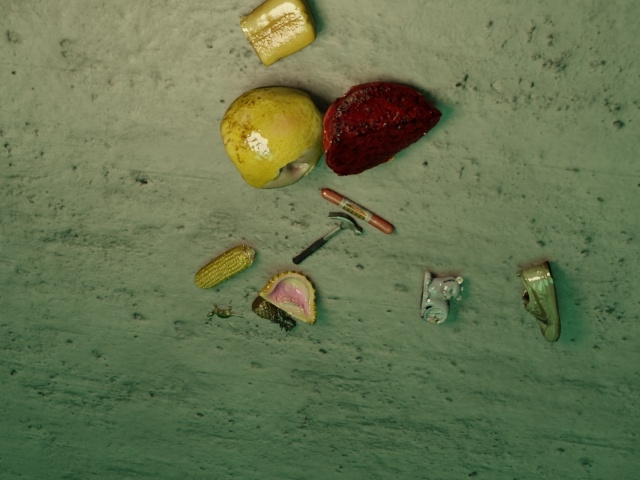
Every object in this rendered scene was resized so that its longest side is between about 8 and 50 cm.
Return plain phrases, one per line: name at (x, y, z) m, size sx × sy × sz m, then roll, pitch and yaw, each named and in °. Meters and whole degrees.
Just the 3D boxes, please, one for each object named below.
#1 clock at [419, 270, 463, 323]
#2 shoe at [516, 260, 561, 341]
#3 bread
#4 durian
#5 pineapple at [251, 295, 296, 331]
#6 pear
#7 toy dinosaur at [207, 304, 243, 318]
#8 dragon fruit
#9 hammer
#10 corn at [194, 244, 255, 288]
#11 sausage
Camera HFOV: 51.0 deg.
clock at (0.356, 0.173, 1.974) m, size 0.117 × 0.080 × 0.176 m, roll 6°, pitch 126°, yaw 5°
shoe at (0.629, 0.183, 1.923) m, size 0.098 × 0.103 × 0.275 m, roll -9°, pitch 118°, yaw 18°
bread at (-0.093, -0.494, 1.552) m, size 0.173 × 0.085 × 0.134 m, roll -20°, pitch 117°, yaw 25°
durian at (-0.095, 0.177, 2.030) m, size 0.182 × 0.132 × 0.165 m, roll 6°, pitch 135°, yaw 1°
pineapple at (-0.144, 0.235, 2.125) m, size 0.074 × 0.074 × 0.159 m, roll -33°, pitch 123°, yaw 29°
pear at (-0.107, -0.253, 1.634) m, size 0.270 × 0.271 × 0.271 m, roll 5°, pitch 127°, yaw 7°
toy dinosaur at (-0.310, 0.239, 2.186) m, size 0.119 × 0.029 × 0.060 m, roll 8°, pitch 143°, yaw -3°
dragon fruit at (0.105, -0.273, 1.634) m, size 0.316 × 0.152 × 0.205 m, roll -18°, pitch 158°, yaw -24°
hammer at (0.000, 0.000, 1.944) m, size 0.246 × 0.029 × 0.103 m, roll -35°, pitch 114°, yaw 32°
corn at (-0.290, 0.080, 2.024) m, size 0.238 × 0.080 × 0.080 m, roll -28°, pitch 117°, yaw 28°
sausage at (0.102, -0.081, 1.860) m, size 0.253 × 0.034 × 0.034 m, roll 29°, pitch 126°, yaw -11°
